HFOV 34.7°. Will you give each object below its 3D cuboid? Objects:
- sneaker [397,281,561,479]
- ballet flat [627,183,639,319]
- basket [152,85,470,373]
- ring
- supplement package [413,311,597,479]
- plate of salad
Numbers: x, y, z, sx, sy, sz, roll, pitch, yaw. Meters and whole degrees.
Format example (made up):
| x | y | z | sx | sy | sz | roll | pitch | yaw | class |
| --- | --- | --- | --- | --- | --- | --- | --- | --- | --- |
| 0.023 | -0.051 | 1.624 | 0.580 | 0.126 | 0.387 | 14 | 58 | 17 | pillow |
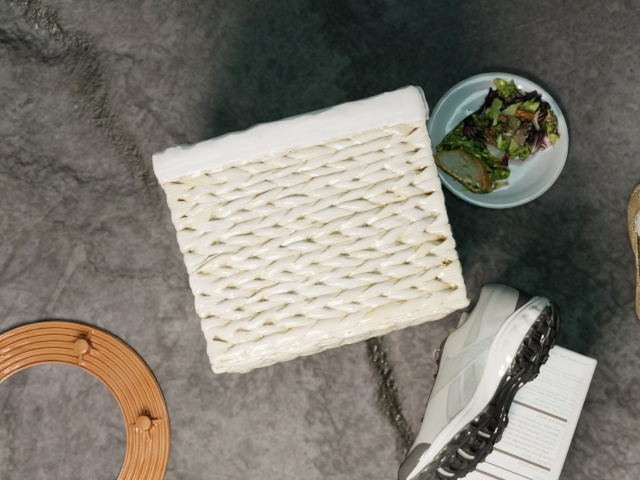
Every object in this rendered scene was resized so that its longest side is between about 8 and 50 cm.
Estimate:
| x | y | z | sx | sy | sz | roll | pitch | yaw | class |
| --- | --- | --- | --- | --- | --- | --- | --- | --- | --- |
| 0.169 | 0.171 | 1.187 | 0.108 | 0.100 | 0.271 | 30 | 85 | 36 | sneaker |
| 0.457 | 0.015 | 1.382 | 0.073 | 0.067 | 0.206 | -4 | 78 | 4 | ballet flat |
| 0.000 | 0.000 | 1.287 | 0.331 | 0.328 | 0.266 | -16 | 83 | 0 | basket |
| -0.374 | 0.276 | 1.401 | 0.336 | 0.032 | 0.337 | -1 | 80 | 3 | ring |
| 0.209 | 0.265 | 1.292 | 0.175 | 0.177 | 0.293 | 20 | 81 | 8 | supplement package |
| 0.249 | -0.144 | 1.436 | 0.199 | 0.048 | 0.200 | -1 | 78 | 4 | plate of salad |
